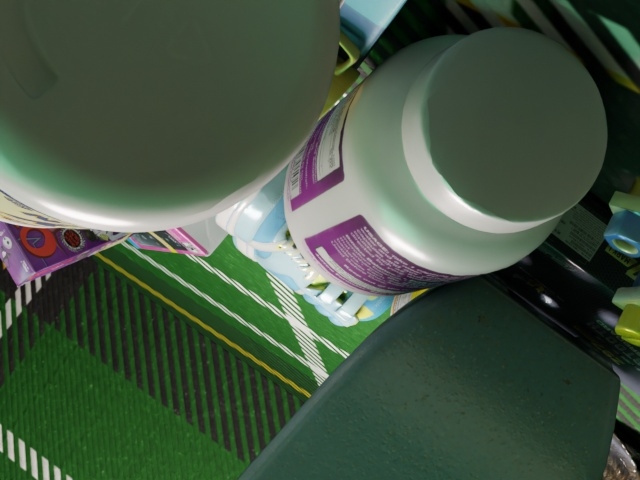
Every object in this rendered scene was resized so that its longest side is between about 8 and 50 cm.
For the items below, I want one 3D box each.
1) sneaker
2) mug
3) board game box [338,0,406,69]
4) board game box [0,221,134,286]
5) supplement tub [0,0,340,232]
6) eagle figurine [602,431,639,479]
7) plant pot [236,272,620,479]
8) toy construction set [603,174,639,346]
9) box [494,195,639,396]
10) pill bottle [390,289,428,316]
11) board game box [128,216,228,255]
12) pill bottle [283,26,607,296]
[{"bbox_3d":[0.000,0.000,1.284,0.208,0.127,0.319,36,175,8],"label":"sneaker"},{"bbox_3d":[-0.011,-0.120,0.778,0.064,0.078,0.062,45,-163,-8],"label":"mug"},{"bbox_3d":[-0.082,-0.253,0.768,0.336,0.079,0.254,38,166,-3],"label":"board game box"},{"bbox_3d":[-0.390,-0.126,1.439,0.056,0.208,0.347,-32,89,38],"label":"board game box"},{"bbox_3d":[-0.155,-0.124,0.711,0.235,0.235,0.325,42,164,-20],"label":"supplement tub"},{"bbox_3d":[0.338,0.312,1.437,0.298,0.225,0.226,-116,32,-51],"label":"eagle figurine"},{"bbox_3d":[0.116,0.161,0.971,0.247,0.252,0.248,36,-175,6],"label":"plant pot"},{"bbox_3d":[0.330,0.059,0.675,0.215,0.151,0.327,38,178,-25],"label":"toy construction set"},{"bbox_3d":[0.258,0.057,0.989,0.232,0.059,0.183,37,167,-2],"label":"box"},{"bbox_3d":[0.145,0.079,1.198,0.117,0.117,0.215,38,165,-5],"label":"pill bottle"},{"bbox_3d":[-0.275,-0.083,1.704,0.224,0.097,0.303,44,164,-22],"label":"board game box"},{"bbox_3d":[0.083,-0.052,0.835,0.169,0.169,0.301,38,166,-7],"label":"pill bottle"}]
